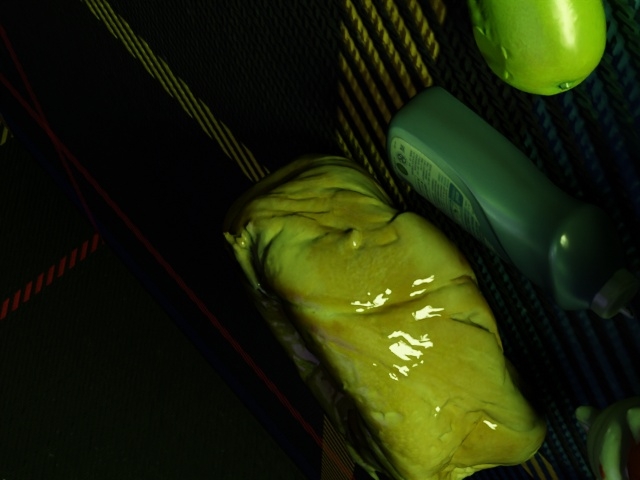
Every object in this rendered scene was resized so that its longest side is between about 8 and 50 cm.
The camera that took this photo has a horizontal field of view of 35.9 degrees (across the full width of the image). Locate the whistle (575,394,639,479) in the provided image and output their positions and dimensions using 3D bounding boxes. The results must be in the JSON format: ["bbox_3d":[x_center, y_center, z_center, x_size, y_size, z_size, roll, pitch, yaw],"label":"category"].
[{"bbox_3d":[0.254,0.153,0.659,0.101,0.106,0.253,13,170,-14],"label":"whistle"}]

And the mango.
[{"bbox_3d":[0.108,-0.127,0.515,0.108,0.056,0.073,57,158,-8],"label":"mango"}]

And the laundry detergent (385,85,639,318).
[{"bbox_3d":[0.134,-0.018,0.676,0.206,0.061,0.097,43,160,26],"label":"laundry detergent"}]

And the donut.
[{"bbox_3d":[0.054,0.085,0.939,0.360,0.170,0.360,52,168,15],"label":"donut"}]
